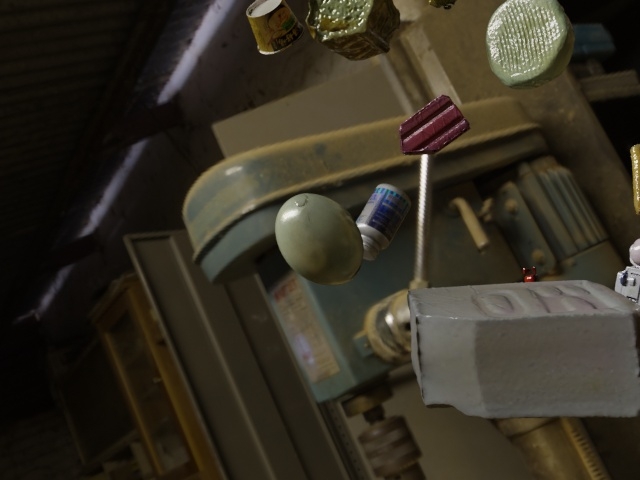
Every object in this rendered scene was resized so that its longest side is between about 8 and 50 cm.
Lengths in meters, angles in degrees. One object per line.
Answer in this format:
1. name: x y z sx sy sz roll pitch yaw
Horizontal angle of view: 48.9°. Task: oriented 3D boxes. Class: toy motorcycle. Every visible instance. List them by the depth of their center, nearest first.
1. toy motorcycle: 0.847 0.117 1.857 0.113 0.254 0.112 4 14 -1

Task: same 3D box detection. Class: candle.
1. candle: 0.656 0.240 2.121 0.048 0.329 0.051 -8 -12 10

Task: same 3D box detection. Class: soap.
1. soap: 0.409 0.216 1.482 0.436 0.212 0.350 -4 10 6
2. soap: 0.389 -0.393 2.513 0.250 0.162 0.099 -34 1 8

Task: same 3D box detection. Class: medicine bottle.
1. medicine bottle: 0.154 -0.047 1.860 0.191 0.107 0.107 -59 -2 -17

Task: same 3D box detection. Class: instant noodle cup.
1. instant noodle cup: -0.139 -0.634 2.046 0.152 0.151 0.122 -26 -51 4

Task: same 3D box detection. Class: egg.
1. egg: 0.000 0.000 1.658 0.187 0.253 0.186 -29 26 16

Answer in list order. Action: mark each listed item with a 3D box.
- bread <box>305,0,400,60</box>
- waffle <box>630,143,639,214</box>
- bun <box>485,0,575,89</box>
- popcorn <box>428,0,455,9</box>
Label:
1. bread: 0.101 -0.639 2.020 0.239 0.195 0.252 -11 -7 15
2. waffle: 1.072 -0.190 2.117 0.248 0.221 0.055 -3 -16 16
3. bun: 0.474 -0.442 1.582 0.108 0.221 0.221 4 -28 -45
4. popcorn: 0.379 -0.829 2.109 0.252 0.215 0.286 -17 -17 -1
